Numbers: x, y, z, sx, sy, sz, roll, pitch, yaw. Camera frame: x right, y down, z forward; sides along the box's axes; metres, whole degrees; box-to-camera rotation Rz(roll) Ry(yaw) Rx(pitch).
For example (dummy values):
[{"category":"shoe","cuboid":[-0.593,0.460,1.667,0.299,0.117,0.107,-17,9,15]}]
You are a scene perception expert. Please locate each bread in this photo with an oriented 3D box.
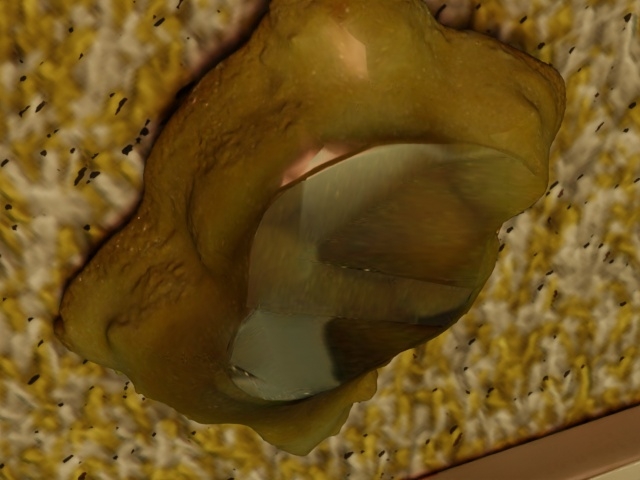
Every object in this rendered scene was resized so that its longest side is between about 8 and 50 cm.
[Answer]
[{"category":"bread","cuboid":[0.000,0.000,0.753,0.161,0.088,0.233,17,116,-33]}]

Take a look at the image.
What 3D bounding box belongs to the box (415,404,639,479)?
[{"category":"box","cuboid":[0.182,0.208,0.987,0.265,0.048,0.273,-18,126,-9]}]
